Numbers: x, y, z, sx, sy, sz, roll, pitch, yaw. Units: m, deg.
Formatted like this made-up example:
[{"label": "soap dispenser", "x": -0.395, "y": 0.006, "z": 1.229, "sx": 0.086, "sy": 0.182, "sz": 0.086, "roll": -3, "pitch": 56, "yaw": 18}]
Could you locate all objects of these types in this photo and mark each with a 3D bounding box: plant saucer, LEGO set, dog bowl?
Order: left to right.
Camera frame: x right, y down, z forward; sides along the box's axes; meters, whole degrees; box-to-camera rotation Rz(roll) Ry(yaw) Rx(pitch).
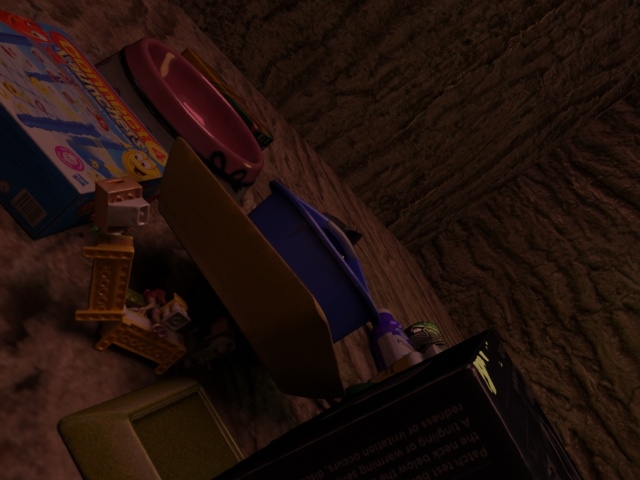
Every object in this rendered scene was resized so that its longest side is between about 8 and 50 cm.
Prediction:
[{"label": "LEGO set", "x": -0.209, "y": 0.044, "z": 0.575, "sx": 0.107, "sy": 0.132, "sz": 0.287, "roll": -121, "pitch": -172, "yaw": -49}, {"label": "dog bowl", "x": -0.283, "y": -0.237, "z": 1.041, "sx": 0.408, "sy": 0.150, "sz": 0.408, "roll": 49, "pitch": 13, "yaw": -15}, {"label": "plant saucer", "x": -0.139, "y": 0.226, "z": 0.512, "sx": 0.188, "sy": 0.045, "sz": 0.188, "roll": 55, "pitch": 14, "yaw": 12}, {"label": "plant saucer", "x": -0.104, "y": 0.070, "z": 0.706, "sx": 0.333, "sy": 0.081, "sz": 0.332, "roll": 48, "pitch": -17, "yaw": 29}]

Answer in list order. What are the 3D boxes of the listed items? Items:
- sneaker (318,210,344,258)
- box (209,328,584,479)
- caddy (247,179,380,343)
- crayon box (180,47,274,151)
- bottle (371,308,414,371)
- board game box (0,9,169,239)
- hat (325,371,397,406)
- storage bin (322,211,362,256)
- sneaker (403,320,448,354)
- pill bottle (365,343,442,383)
[{"label": "sneaker", "x": 0.000, "y": 0.000, "z": 1.554, "sx": 0.093, "sy": 0.088, "sz": 0.225, "roll": 7, "pitch": 42, "yaw": -43}, {"label": "box", "x": 0.174, "y": 0.376, "z": 0.540, "sx": 0.471, "sy": 0.297, "sz": 0.480, "roll": 64, "pitch": 15, "yaw": 15}, {"label": "caddy", "x": -0.021, "y": 0.045, "z": 0.960, "sx": 0.341, "sy": 0.179, "sz": 0.241, "roll": 53, "pitch": -9, "yaw": -2}, {"label": "crayon box", "x": -0.269, "y": -0.372, "z": 1.317, "sx": 0.318, "sy": 0.081, "sz": 0.202, "roll": 49, "pitch": 8, "yaw": 1}, {"label": "bottle", "x": 0.200, "y": 0.297, "z": 1.367, "sx": 0.118, "sy": 0.092, "sz": 0.282, "roll": 41, "pitch": 16, "yaw": -27}, {"label": "board game box", "x": -0.374, "y": -0.173, "z": 0.696, "sx": 0.308, "sy": 0.086, "sz": 0.302, "roll": 50, "pitch": 13, "yaw": -6}, {"label": "hat", "x": 0.045, "y": 0.314, "z": 0.948, "sx": 0.173, "sy": 0.184, "sz": 0.208, "roll": -50, "pitch": 145, "yaw": -66}, {"label": "storage bin", "x": 0.042, "y": -0.026, "z": 1.328, "sx": 0.091, "sy": 0.098, "sz": 0.135, "roll": 45, "pitch": 10, "yaw": 19}, {"label": "sneaker", "x": 0.371, "y": 0.386, "z": 1.620, "sx": 0.343, "sy": 0.134, "sz": 0.146, "roll": 45, "pitch": 15, "yaw": -30}, {"label": "pill bottle", "x": 0.199, "y": 0.312, "z": 1.119, "sx": 0.103, "sy": 0.184, "sz": 0.103, "roll": 49, "pitch": 13, "yaw": -15}]
